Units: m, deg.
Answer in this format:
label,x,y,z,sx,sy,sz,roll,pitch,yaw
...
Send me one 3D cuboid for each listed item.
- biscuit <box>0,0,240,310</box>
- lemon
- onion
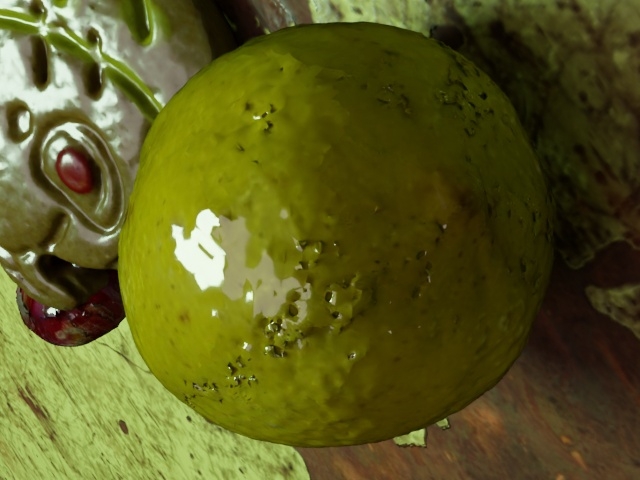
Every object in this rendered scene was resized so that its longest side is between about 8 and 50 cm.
label,x,y,z,sx,sy,sz,roll,pitch,yaw
biscuit,-0.241,-0.103,0.936,0.394,0.070,0.350,5,110,25
lemon,0.000,0.000,0.692,0.310,0.258,0.258,-27,95,50
onion,-0.222,0.047,1.122,0.150,0.150,0.140,18,162,41
